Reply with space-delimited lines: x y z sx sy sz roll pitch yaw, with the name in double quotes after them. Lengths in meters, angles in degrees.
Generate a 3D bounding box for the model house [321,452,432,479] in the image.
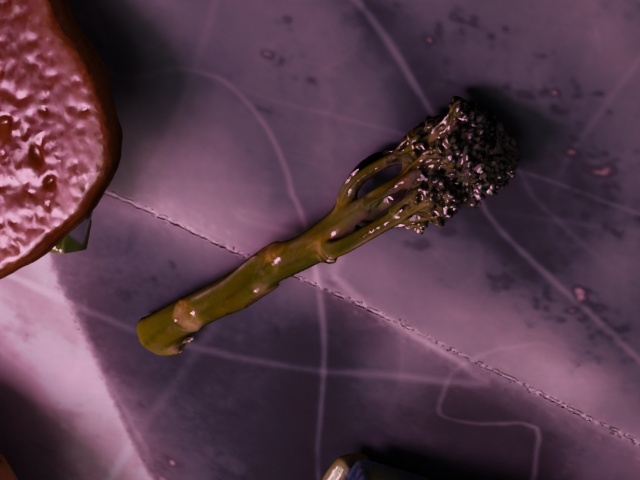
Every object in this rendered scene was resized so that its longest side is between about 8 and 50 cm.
0.068 0.272 1.564 0.189 0.195 0.214 34 116 23 "model house"

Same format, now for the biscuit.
-0.274 -0.089 1.357 0.273 0.049 0.257 -17 98 15 "biscuit"

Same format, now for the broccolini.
0.001 0.005 1.416 0.074 0.079 0.392 33 144 -23 "broccolini"

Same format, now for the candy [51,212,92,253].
-0.257 -0.059 1.420 0.194 0.062 0.097 14 95 10 "candy"

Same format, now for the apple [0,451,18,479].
-0.403 0.281 1.628 0.348 0.348 0.277 -24 137 38 "apple"
